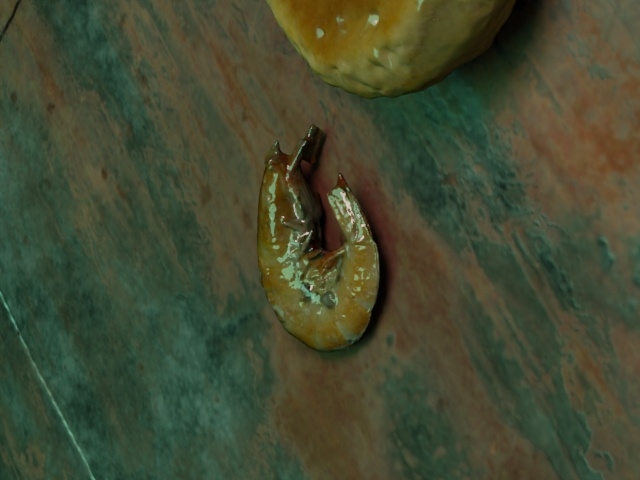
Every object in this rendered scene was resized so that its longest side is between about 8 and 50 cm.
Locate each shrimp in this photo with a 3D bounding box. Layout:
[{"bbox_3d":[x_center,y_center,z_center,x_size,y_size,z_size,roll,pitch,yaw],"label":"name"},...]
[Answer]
[{"bbox_3d":[0.002,-0.001,1.294,0.132,0.052,0.187,-4,101,37],"label":"shrimp"}]

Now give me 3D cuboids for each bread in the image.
[{"bbox_3d":[0.058,-0.228,1.121,0.244,0.134,0.244,12,107,45],"label":"bread"}]
